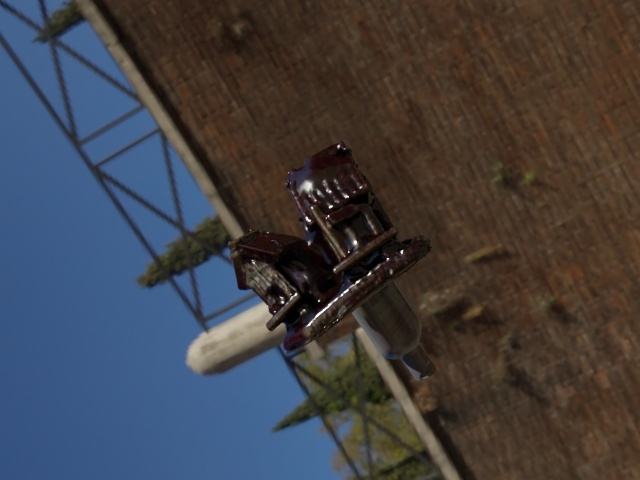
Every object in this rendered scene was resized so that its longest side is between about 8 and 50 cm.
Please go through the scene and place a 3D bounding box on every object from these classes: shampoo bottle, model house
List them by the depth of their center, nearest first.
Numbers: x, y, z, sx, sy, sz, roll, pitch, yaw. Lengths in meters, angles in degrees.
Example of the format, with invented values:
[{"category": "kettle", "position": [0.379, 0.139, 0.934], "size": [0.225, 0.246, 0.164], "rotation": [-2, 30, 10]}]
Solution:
[{"category": "model house", "position": [-0.005, 0.004, 1.070], "size": [0.164, 0.203, 0.141], "rotation": [52, -175, -1]}, {"category": "shampoo bottle", "position": [0.090, 0.104, 1.222], "size": [0.165, 0.040, 0.080], "rotation": [56, -132, -18]}]
